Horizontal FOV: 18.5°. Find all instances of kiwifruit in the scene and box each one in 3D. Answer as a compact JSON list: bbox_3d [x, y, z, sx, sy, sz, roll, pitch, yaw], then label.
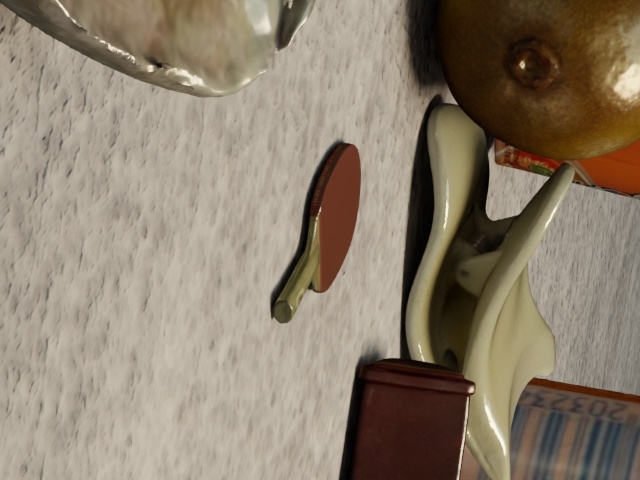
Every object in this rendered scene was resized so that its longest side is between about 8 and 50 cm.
[{"bbox_3d":[0.178,-0.155,1.424,0.234,0.196,0.196,-36,132,-65],"label":"kiwifruit"}]

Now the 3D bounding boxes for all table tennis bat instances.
[{"bbox_3d":[0.000,0.000,1.227,0.156,0.013,0.087,-63,158,-50],"label":"table tennis bat"}]

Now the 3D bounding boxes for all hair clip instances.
[{"bbox_3d":[0.127,0.030,1.528,0.172,0.113,0.282,-59,158,-50],"label":"hair clip"}]

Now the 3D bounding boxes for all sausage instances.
[{"bbox_3d":[0.254,0.245,1.729,0.233,0.287,0.233,8,90,-74],"label":"sausage"}]

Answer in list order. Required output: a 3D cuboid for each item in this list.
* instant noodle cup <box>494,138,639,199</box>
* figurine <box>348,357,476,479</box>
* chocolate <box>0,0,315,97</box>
[{"bbox_3d":[0.253,-0.146,1.637,0.250,0.192,0.250,8,90,-82],"label":"instant noodle cup"},{"bbox_3d":[0.057,0.162,1.421,0.098,0.082,0.154,-118,-144,-85],"label":"figurine"},{"bbox_3d":[-0.061,-0.210,0.750,0.185,0.100,0.303,25,72,-62],"label":"chocolate"}]
